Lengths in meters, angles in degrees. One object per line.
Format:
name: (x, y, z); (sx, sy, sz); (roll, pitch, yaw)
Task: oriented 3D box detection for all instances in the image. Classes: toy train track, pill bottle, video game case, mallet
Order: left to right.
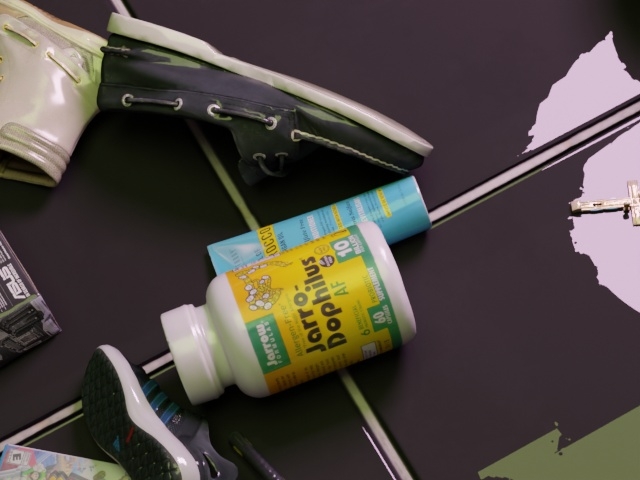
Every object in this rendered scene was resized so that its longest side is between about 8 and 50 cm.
video game case: (-0.217, 0.249, 1.472); (0.166, 0.015, 0.119); (9, 63, 12)
pill bottle: (-0.030, 0.070, 1.486); (0.208, 0.117, 0.117); (-20, 61, -3)
mallet: (-0.016, 0.235, 1.446); (0.039, 0.062, 0.190); (-37, 48, -14)
toy train track: (0.276, -0.037, 1.562); (0.083, 0.014, 0.048); (-6, 61, 5)

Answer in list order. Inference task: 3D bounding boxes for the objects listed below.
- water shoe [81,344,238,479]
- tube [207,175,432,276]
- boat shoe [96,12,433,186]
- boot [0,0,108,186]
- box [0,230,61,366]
water shoe: (-0.146, 0.169, 1.485); (0.203, 0.080, 0.073); (50, 120, 43)
tube: (0.000, 0.000, 1.565); (0.207, 0.052, 0.080); (-21, 50, 2)
boat shoe: (-0.064, -0.111, 1.597); (0.340, 0.127, 0.113); (22, 94, 8)
boot: (-0.317, -0.153, 1.671); (0.213, 0.077, 0.165); (23, 68, 13)
box: (-0.426, 0.022, 1.590); (0.242, 0.076, 0.307); (-32, 62, -10)
